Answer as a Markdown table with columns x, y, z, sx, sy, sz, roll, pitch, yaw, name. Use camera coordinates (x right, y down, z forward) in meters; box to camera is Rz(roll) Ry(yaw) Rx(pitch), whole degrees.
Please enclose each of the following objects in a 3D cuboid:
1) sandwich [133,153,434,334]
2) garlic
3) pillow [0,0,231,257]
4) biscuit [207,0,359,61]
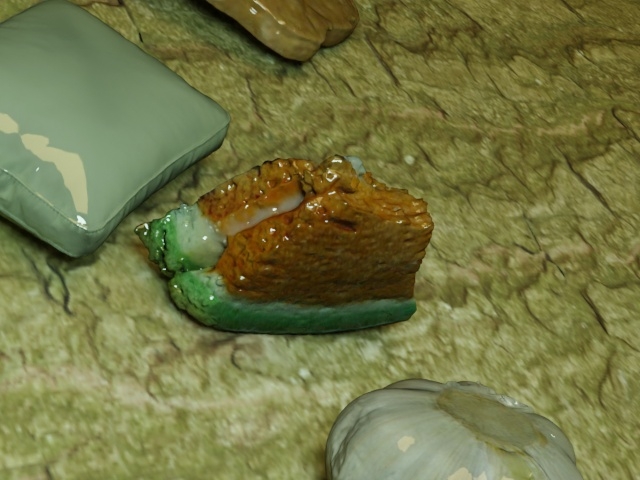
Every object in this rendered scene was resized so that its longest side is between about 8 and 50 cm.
| x | y | z | sx | sy | sz | roll | pitch | yaw | name |
| --- | --- | --- | --- | --- | --- | --- | --- | --- | --- |
| 0.002 | 0.007 | 1.087 | 0.292 | 0.212 | 0.109 | 15 | 49 | -43 | sandwich |
| 0.105 | 0.204 | 0.928 | 0.228 | 0.152 | 0.228 | 12 | 14 | -3 | garlic |
| -0.252 | -0.124 | 1.130 | 0.255 | 0.119 | 0.322 | 33 | 31 | 3 | pillow |
| -0.110 | -0.414 | 1.599 | 0.385 | 0.062 | 0.365 | 41 | 28 | 0 | biscuit |
